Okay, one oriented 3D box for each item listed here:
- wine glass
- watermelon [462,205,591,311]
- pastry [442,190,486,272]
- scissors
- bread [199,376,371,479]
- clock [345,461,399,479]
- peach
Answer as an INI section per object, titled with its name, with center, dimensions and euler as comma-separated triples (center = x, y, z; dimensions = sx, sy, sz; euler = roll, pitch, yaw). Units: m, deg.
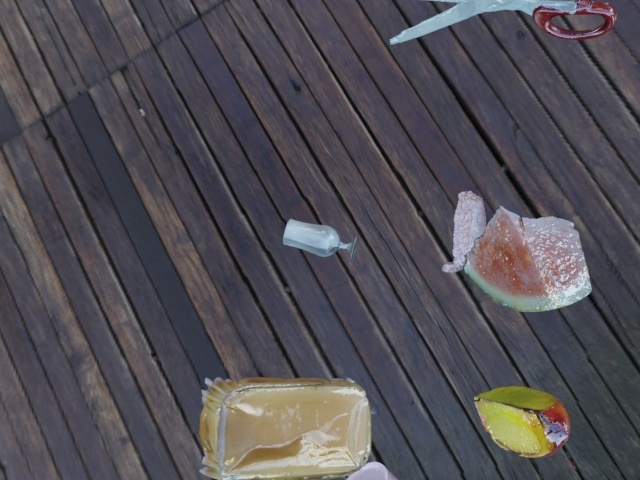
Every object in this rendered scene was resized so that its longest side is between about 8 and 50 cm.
[wine glass]
center = 0.000, 0.000, 1.777
dimensions = 0.231, 0.103, 0.103
euler = 13, 86, 7
[watermelon]
center = 0.480, 0.048, 1.302
dimensions = 0.193, 0.310, 0.231
euler = 9, 94, -13
[pastry]
center = 0.461, -0.017, 1.716
dimensions = 0.112, 0.103, 0.265
euler = 19, 108, 37
[scissors]
center = 0.177, -0.259, 0.590
dimensions = 0.248, 0.144, 0.017
euler = 2, 62, 28
[bread]
center = -0.048, 0.265, 0.787
dimensions = 0.241, 0.107, 0.136
euler = 7, 80, -29
[clock]
center = 0.125, 0.697, 1.475
dimensions = 0.197, 0.197, 0.068
euler = -43, 102, 3
[peach]
center = 0.556, 0.472, 1.439
dimensions = 0.154, 0.267, 0.158
euler = -18, 94, -32
